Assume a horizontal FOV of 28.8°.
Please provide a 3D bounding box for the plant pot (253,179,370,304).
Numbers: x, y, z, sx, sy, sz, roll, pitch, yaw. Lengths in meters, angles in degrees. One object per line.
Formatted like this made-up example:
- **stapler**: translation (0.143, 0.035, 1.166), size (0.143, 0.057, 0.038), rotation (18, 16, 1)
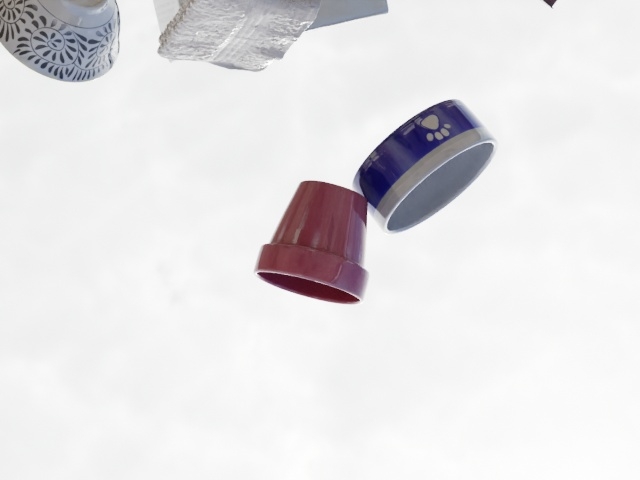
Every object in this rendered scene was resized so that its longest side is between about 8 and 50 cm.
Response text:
- **plant pot**: translation (0.000, 0.000, 2.186), size (0.201, 0.201, 0.180), rotation (5, -106, 38)

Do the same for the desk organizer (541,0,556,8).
- **desk organizer**: translation (0.322, -0.414, 1.909), size (0.050, 0.130, 0.047), rotation (-52, -139, 11)

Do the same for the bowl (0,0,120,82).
- **bowl**: translation (-0.298, -0.277, 1.466), size (0.080, 0.170, 0.170), rotation (-41, -167, 44)

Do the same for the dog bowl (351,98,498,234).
- **dog bowl**: translation (0.189, -0.133, 2.268), size (0.265, 0.265, 0.104), rotation (-33, -107, -14)

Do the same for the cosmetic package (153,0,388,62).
- **cosmetic package**: translation (-0.125, -0.547, 2.414), size (0.393, 0.327, 0.329), rotation (-15, -170, -12)

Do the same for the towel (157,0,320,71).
- **towel**: translation (-0.132, -0.327, 1.913), size (0.187, 0.049, 0.282), rotation (6, 165, -20)
